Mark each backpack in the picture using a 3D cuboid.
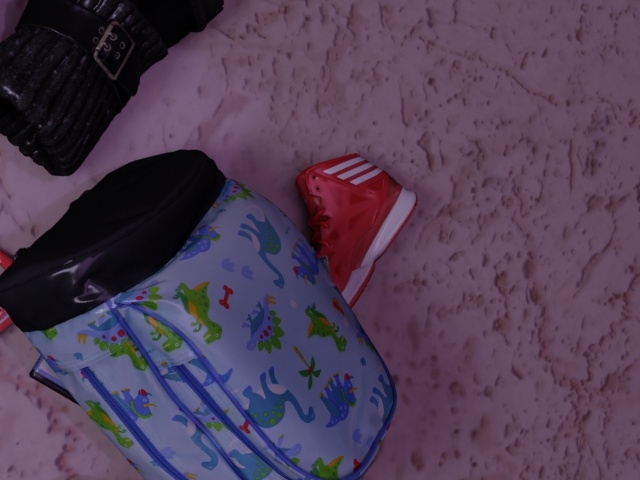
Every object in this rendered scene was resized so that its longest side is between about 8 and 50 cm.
[{"bbox_3d":[-0.095,0.111,1.165,0.290,0.273,0.356,-52,127,-56],"label":"backpack"}]

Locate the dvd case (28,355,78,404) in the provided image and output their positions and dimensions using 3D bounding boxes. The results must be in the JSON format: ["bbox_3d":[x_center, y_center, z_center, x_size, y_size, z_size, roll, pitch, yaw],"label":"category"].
[{"bbox_3d":[-0.162,0.079,1.287,0.180,0.022,0.253,35,78,-19],"label":"dvd case"}]

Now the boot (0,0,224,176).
[{"bbox_3d":[-0.243,-0.242,1.133,0.260,0.131,0.348,-47,140,-17],"label":"boot"}]

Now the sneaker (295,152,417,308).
[{"bbox_3d":[0.000,0.000,1.331,0.128,0.087,0.221,38,64,-8],"label":"sneaker"}]

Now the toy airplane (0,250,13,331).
[{"bbox_3d":[-0.313,0.026,1.224,0.151,0.028,0.151,1,88,-22],"label":"toy airplane"}]
